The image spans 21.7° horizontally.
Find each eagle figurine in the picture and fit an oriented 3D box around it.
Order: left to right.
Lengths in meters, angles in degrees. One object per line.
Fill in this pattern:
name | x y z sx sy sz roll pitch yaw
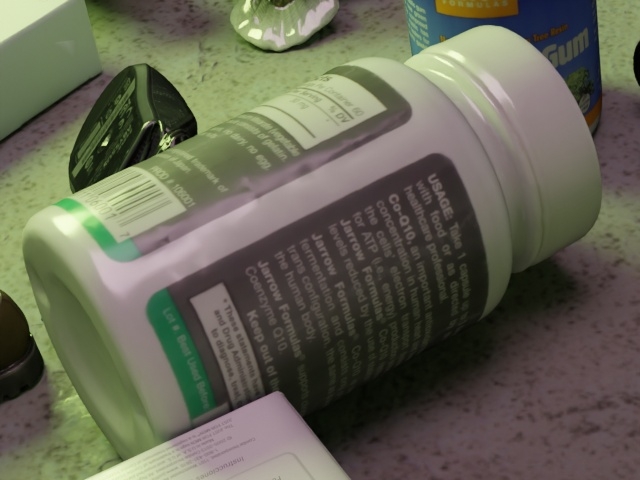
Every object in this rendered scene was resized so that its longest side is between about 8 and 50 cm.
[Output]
eagle figurine | -0.016 -0.328 1.626 0.226 0.225 0.298 45 18 4

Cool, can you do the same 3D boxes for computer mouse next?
computer mouse | -0.144 -0.046 1.317 0.072 0.188 0.272 29 21 -21

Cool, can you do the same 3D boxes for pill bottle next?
pill bottle | 0.000 0.000 1.138 0.361 0.204 0.204 -27 40 -20
pill bottle | 0.139 -0.205 1.312 0.152 0.272 0.152 -7 37 6

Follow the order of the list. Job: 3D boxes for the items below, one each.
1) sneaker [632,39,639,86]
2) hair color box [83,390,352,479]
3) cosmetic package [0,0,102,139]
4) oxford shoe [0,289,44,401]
sneaker | 0.328 -0.167 1.359 0.135 0.097 0.276 7 42 19
hair color box | -0.013 0.244 0.903 0.174 0.105 0.347 -24 38 -16
cosmetic package | -0.438 -0.171 1.569 0.377 0.097 0.284 21 44 35
oxford shoe | -0.320 0.090 1.194 0.227 0.096 0.083 -24 41 -14
